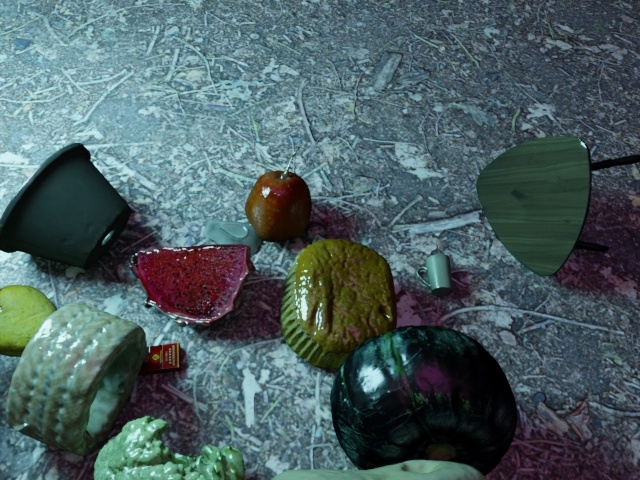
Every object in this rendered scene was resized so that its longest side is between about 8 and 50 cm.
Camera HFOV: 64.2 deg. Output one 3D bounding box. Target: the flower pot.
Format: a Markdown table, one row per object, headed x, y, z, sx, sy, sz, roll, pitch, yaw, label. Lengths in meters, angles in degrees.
| x | y | z | sx | sy | sz | roll | pitch | yaw | label |
| --- | --- | --- | --- | --- | --- | --- | --- | --- | --- |
| -0.502 | -0.047 | 1.045 | 0.166 | 0.269 | 0.269 | 35 | 56 | -12 | flower pot |

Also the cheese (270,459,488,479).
| x | y | z | sx | sy | sz | roll | pitch | yaw | label |
| --- | --- | --- | --- | --- | --- | --- | --- | --- | --- |
| 0.087 | 0.470 | 0.673 | 0.351 | 0.129 | 0.329 | 8 | 77 | -25 | cheese |

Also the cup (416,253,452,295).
| x | y | z | sx | sy | sz | roll | pitch | yaw | label |
| --- | --- | --- | --- | --- | --- | --- | --- | --- | --- |
| 0.260 | 0.078 | 1.153 | 0.074 | 0.054 | 0.083 | 4 | 58 | -6 | cup |

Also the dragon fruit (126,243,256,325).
| x | y | z | sx | sy | sz | roll | pitch | yaw | label |
| --- | --- | --- | --- | --- | --- | --- | --- | --- | --- |
| -0.246 | 0.089 | 1.048 | 0.274 | 0.126 | 0.161 | -3 | 90 | 14 | dragon fruit |

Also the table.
| x | y | z | sx | sy | sz | roll | pitch | yaw | label |
| --- | --- | --- | --- | --- | --- | --- | --- | --- | --- |
| 0.590 | -0.083 | 1.226 | 0.249 | 0.317 | 0.317 | -7 | 57 | -29 | table |

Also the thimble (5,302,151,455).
| x | y | z | sx | sy | sz | roll | pitch | yaw | label |
| --- | --- | --- | --- | --- | --- | --- | --- | --- | --- |
| -0.406 | 0.232 | 0.869 | 0.148 | 0.196 | 0.229 | 19 | 70 | 6 | thimble |

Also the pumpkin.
| x | y | z | sx | sy | sz | roll | pitch | yaw | label |
| --- | --- | --- | --- | --- | --- | --- | --- | --- | --- |
| 0.167 | 0.273 | 0.875 | 0.315 | 0.315 | 0.238 | 1 | 40 | -7 | pumpkin |

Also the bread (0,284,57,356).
| x | y | z | sx | sy | sz | roll | pitch | yaw | label |
| --- | --- | --- | --- | --- | --- | --- | --- | --- | --- |
| -0.571 | 0.152 | 0.946 | 0.065 | 0.187 | 0.149 | -41 | 71 | 19 | bread |

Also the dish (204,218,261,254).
| x | y | z | sx | sy | sz | roll | pitch | yaw | label |
| --- | --- | --- | --- | --- | --- | --- | --- | --- | --- |
| -0.202 | -0.019 | 1.163 | 0.137 | 0.039 | 0.091 | 22 | 57 | 6 | dish |

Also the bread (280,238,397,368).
| x | y | z | sx | sy | sz | roll | pitch | yaw | label |
| --- | --- | --- | --- | --- | --- | --- | --- | --- | --- |
| 0.036 | 0.127 | 1.040 | 0.227 | 0.142 | 0.253 | 12 | 54 | -9 | bread |

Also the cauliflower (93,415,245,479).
| x | y | z | sx | sy | sz | roll | pitch | yaw | label |
| --- | --- | --- | --- | --- | --- | --- | --- | --- | --- |
| -0.225 | 0.401 | 0.793 | 0.275 | 0.272 | 0.250 | 47 | 24 | 20 | cauliflower |

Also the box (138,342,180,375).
| x | y | z | sx | sy | sz | roll | pitch | yaw | label |
| --- | --- | --- | --- | --- | --- | --- | --- | --- | --- |
| -0.314 | 0.231 | 0.992 | 0.082 | 0.023 | 0.052 | -4 | 56 | -11 | box |

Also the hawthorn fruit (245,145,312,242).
| x | y | z | sx | sy | sz | roll | pitch | yaw | label |
| --- | --- | --- | --- | --- | --- | --- | --- | --- | --- |
| -0.088 | -0.097 | 1.130 | 0.162 | 0.203 | 0.163 | 4 | 46 | -5 | hawthorn fruit |

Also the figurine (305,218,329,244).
| x | y | z | sx | sy | sz | roll | pitch | yaw | label |
| --- | --- | --- | --- | --- | --- | --- | --- | --- | --- |
| 0.000 | 0.000 | 1.174 | 0.060 | 0.047 | 0.106 | -15 | 62 | 2 | figurine |
